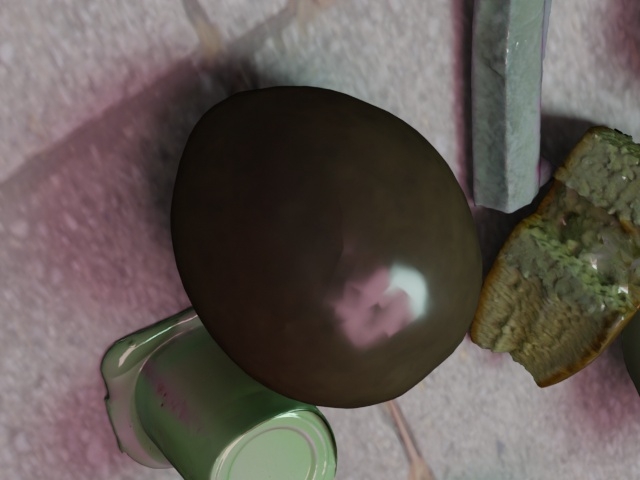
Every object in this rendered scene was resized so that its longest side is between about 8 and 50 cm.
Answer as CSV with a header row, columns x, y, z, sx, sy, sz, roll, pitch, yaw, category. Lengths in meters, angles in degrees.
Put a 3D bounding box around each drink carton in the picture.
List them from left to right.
x,y,z,sx,sy,sz,roll,pitch,yaw,category
-0.068,0.145,1.497,0.146,0.142,0.144,-26,130,-19,drink carton

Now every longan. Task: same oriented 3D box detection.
x,y,z,sx,sy,sz,roll,pitch,yaw,category
0.000,0.000,1.403,0.248,0.248,0.248,-16,126,-24,longan

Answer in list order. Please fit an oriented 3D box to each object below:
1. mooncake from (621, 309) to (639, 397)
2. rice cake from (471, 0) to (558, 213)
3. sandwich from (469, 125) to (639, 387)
x,y,z,sx,sy,sz,roll,pitch,yaw,category
0.406,0.107,1.705,0.275,0.275,0.135,-45,143,-1,mooncake
0.155,-0.149,1.517,0.081,0.051,0.290,-27,132,-29,rice cake
0.216,0.024,1.599,0.236,0.122,0.128,-57,167,17,sandwich
